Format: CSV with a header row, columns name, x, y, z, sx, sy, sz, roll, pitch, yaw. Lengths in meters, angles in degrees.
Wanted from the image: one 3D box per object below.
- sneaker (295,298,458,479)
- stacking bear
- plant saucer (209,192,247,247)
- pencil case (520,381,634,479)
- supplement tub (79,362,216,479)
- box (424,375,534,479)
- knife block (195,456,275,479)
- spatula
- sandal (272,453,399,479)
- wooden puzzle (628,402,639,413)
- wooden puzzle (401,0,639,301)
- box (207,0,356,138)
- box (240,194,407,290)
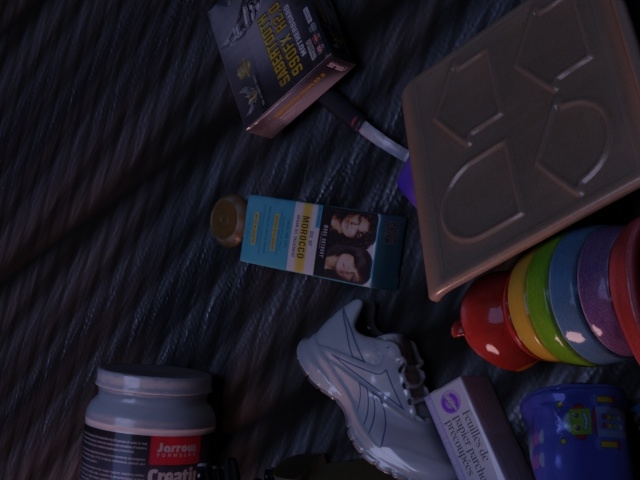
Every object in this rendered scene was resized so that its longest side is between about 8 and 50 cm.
name,x,y,z,sx,sy,sz,roll,pitch,yaw
sneaker,0.085,0.193,1.437,0.129,0.111,0.297,-53,57,17
stacking bear,0.275,0.073,1.253,0.289,0.175,0.164,-19,102,51
plant saucer,-0.141,-0.030,1.706,0.083,0.015,0.083,-4,84,40
pencil case,0.286,0.309,1.214,0.119,0.133,0.306,-3,70,5
supplement tub,-0.254,0.326,1.654,0.191,0.191,0.272,5,89,41
box,0.223,0.316,1.331,0.063,0.067,0.324,-37,64,32
knife block,-0.112,0.424,1.501,0.088,0.276,0.242,-38,93,32
spatula,0.076,-0.142,1.521,0.296,0.030,0.084,43,112,35
sandal,0.038,0.339,1.497,0.240,0.088,0.079,-3,116,47
wooden puzzle,0.396,0.211,1.227,0.078,0.014,0.116,-47,59,22
wooden puzzle,0.241,-0.127,1.305,0.348,0.080,0.322,-36,44,38
box,-0.061,-0.292,1.620,0.183,0.056,0.231,-37,57,31
box,0.000,0.000,1.553,0.244,0.060,0.100,10,92,41
